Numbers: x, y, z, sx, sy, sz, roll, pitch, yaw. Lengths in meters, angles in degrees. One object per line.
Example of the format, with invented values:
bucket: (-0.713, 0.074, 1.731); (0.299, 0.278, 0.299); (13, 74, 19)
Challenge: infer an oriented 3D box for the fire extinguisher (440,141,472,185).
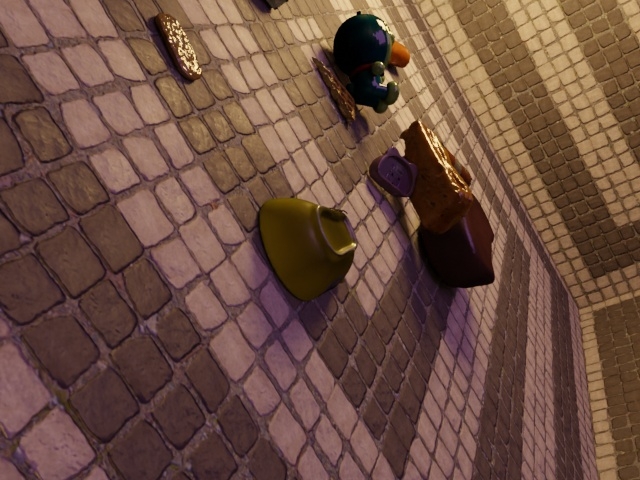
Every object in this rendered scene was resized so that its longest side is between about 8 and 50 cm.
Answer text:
fire extinguisher: (0.470, -0.239, 2.304); (0.376, 0.113, 0.200); (31, 84, -45)

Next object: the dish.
dish: (0.000, 0.000, 1.238); (0.262, 0.108, 0.221); (-1, 69, -60)

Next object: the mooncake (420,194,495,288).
mooncake: (0.452, -0.001, 1.961); (0.334, 0.174, 0.325); (29, 46, -53)

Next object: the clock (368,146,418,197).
clock: (0.217, -0.201, 1.790); (0.153, 0.050, 0.110); (36, 70, -30)

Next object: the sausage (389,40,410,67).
sausage: (0.291, -0.752, 2.415); (0.238, 0.098, 0.098); (0, 67, -59)

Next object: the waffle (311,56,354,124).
waffle: (0.035, -0.439, 1.767); (0.191, 0.032, 0.125); (41, 37, -34)

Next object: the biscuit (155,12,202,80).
biscuit: (-0.276, -0.378, 1.177); (0.071, 0.018, 0.147); (-25, 90, -60)

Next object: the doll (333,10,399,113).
doll: (0.141, -0.568, 1.888); (0.186, 0.198, 0.321); (-3, 76, -20)

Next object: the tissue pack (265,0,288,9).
tissue pack: (-0.150, -0.768, 1.670); (0.173, 0.073, 0.235); (44, 34, -36)

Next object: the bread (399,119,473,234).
bread: (0.326, -0.195, 1.858); (0.109, 0.185, 0.380); (18, 39, -38)
